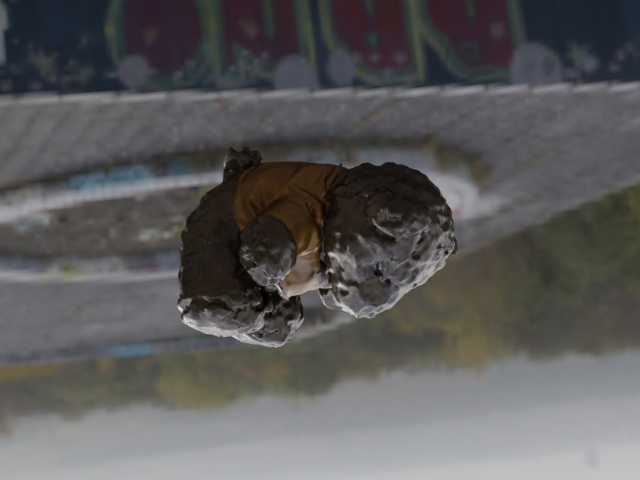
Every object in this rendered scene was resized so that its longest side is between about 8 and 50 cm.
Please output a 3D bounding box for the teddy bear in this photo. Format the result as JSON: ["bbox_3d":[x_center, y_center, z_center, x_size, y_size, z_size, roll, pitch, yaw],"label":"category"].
[{"bbox_3d":[0.000,0.000,1.119,0.190,0.140,0.177,-4,170,17],"label":"teddy bear"}]
